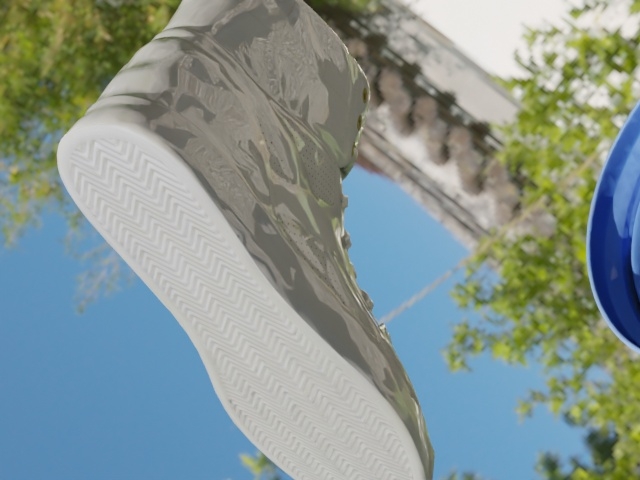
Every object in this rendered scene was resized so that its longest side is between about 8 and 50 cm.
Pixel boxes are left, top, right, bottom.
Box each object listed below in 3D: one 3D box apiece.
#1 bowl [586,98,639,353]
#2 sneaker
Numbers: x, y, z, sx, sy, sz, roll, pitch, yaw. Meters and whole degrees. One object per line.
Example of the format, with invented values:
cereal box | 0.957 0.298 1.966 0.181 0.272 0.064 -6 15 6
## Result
bowl | 0.425 -0.052 1.234 0.077 0.391 0.391 24 -157 -26
sneaker | 0.000 0.000 0.651 0.292 0.108 0.169 60 -141 -34
